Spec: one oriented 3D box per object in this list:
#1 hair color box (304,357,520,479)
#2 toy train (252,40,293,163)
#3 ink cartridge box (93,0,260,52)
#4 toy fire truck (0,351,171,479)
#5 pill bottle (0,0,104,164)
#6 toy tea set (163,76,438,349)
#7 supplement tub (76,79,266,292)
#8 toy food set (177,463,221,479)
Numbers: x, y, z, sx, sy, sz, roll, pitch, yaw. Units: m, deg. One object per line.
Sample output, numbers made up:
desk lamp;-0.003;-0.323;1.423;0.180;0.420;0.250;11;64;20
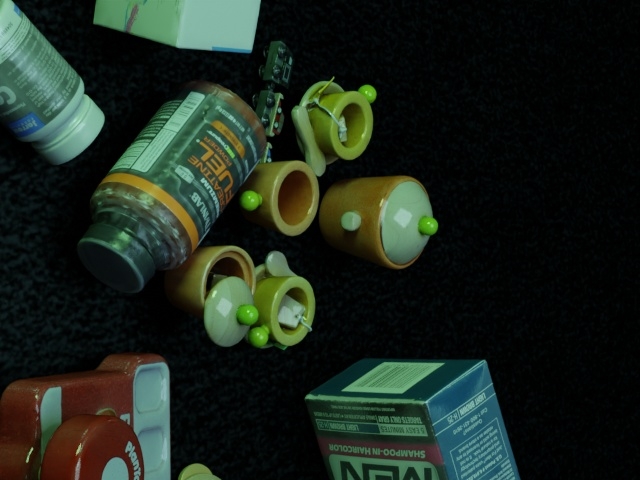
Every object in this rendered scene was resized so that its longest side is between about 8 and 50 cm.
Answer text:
hair color box;0.121;0.298;1.599;0.105;0.174;0.347;-29;107;-41
toy train;-0.054;-0.122;1.560;0.036;0.027;0.158;31;66;-50
ink cartridge box;-0.134;-0.228;1.416;0.092;0.143;0.090;-2;106;-45
toy fire truck;-0.197;0.252;1.315;0.254;0.169;0.302;-2;90;-63
pill bottle;-0.251;-0.133;1.329;0.137;0.078;0.078;49;56;-30
toy tea set;0.000;0.000;1.514;0.336;0.124;0.200;-50;133;-33
supplement tub;-0.137;-0.046;1.416;0.106;0.106;0.198;52;55;-29
toy food set;-0.115;0.260;1.477;0.083;0.020;0.082;52;55;-30
